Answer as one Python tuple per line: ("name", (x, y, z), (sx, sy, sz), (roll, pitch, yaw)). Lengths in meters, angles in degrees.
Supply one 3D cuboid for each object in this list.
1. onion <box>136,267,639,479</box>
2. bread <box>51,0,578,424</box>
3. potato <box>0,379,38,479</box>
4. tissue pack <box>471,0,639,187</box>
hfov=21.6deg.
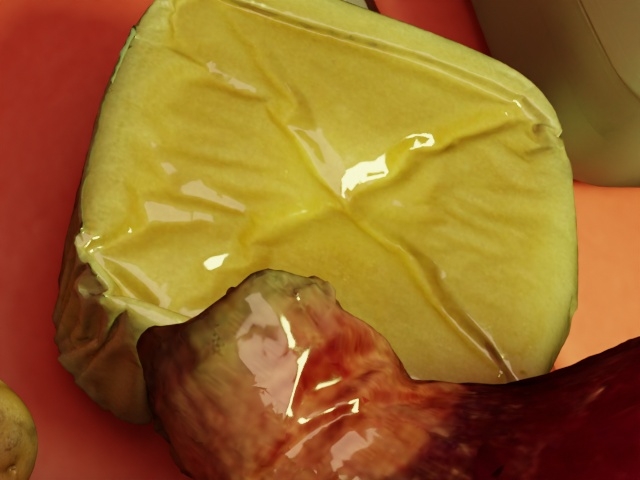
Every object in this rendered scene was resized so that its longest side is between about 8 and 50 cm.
("onion", (0.101, 0.142, 0.530), (0.385, 0.348, 0.348), (40, 64, -3))
("bread", (-0.002, 0.000, 0.705), (0.209, 0.110, 0.192), (17, 60, -12))
("potato", (-0.152, 0.073, 0.660), (0.068, 0.062, 0.083), (-23, 57, -39))
("tissue pack", (0.249, -0.163, 0.776), (0.333, 0.236, 0.229), (-13, 76, -21))
